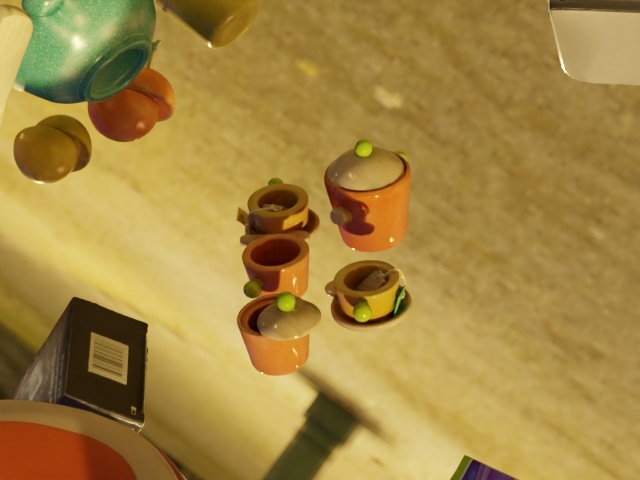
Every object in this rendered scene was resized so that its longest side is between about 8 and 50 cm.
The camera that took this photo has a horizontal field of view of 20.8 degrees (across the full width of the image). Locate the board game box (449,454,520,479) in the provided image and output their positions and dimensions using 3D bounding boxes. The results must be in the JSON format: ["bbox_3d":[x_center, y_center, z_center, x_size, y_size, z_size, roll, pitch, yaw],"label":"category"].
[{"bbox_3d":[0.079,0.310,0.946,0.078,0.347,0.233,37,170,-29],"label":"board game box"}]

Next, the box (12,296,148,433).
[{"bbox_3d":[-0.255,0.173,1.819,0.093,0.158,0.156,23,-147,-20],"label":"box"}]

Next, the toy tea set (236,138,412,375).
[{"bbox_3d":[0.000,0.000,1.839,0.336,0.200,0.124,-89,-8,-56],"label":"toy tea set"}]

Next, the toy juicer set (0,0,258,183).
[{"bbox_3d":[-0.200,-0.131,1.326,0.089,0.209,0.329,48,-151,13],"label":"toy juicer set"}]

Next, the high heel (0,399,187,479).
[{"bbox_3d":[-0.092,0.239,1.177,0.377,0.127,0.181,35,164,8],"label":"high heel"}]

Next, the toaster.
[{"bbox_3d":[0.247,-0.200,1.173,0.186,0.168,0.110,3,153,12],"label":"toaster"}]
